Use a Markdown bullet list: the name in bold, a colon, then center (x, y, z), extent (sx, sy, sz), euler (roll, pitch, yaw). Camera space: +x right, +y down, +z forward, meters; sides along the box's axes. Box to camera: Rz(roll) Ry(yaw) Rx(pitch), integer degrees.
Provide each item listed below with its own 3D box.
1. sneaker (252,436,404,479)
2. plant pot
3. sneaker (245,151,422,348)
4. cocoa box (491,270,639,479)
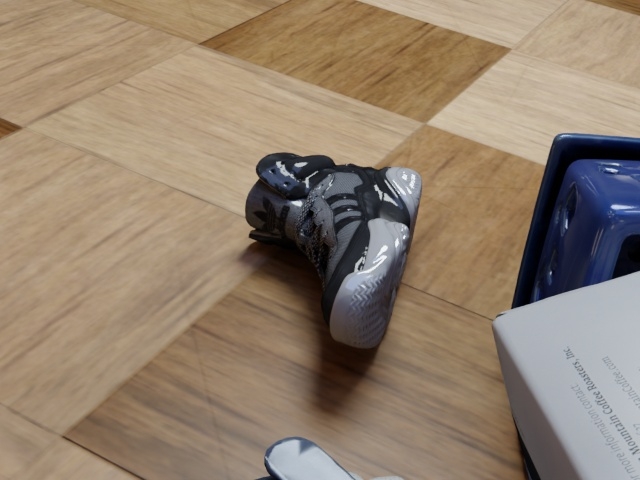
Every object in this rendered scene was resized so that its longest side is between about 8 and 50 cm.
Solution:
- **sneaker**: center (0.024, 0.234, 0.484), extent (0.236, 0.130, 0.323), euler (-5, 29, -14)
- **plant pot**: center (0.269, 0.045, 0.758), extent (0.236, 0.236, 0.212), euler (5, 27, -5)
- **sneaker**: center (0.000, 0.000, 0.879), extent (0.153, 0.101, 0.268), euler (13, 27, 7)
- **cocoa box**: center (0.246, 0.170, 0.444), extent (0.231, 0.228, 0.347), euler (-18, 23, 1)
